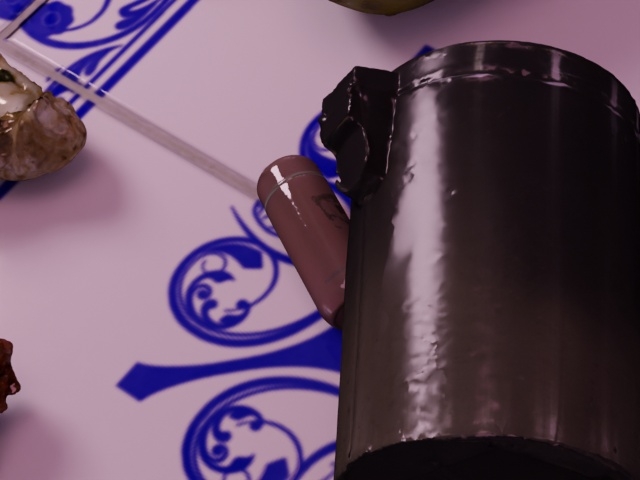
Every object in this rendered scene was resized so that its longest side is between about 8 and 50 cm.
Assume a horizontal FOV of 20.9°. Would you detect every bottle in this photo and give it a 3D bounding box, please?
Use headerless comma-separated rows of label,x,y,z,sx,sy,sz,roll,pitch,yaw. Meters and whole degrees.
bottle,0.000,0.000,1.276,0.053,0.053,0.140,-24,56,-8

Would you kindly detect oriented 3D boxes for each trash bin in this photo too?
trash bin,0.111,0.046,1.140,0.252,0.203,0.301,20,55,-22

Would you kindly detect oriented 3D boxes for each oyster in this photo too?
oyster,-0.317,-0.132,1.403,0.166,0.094,0.294,-16,43,-25

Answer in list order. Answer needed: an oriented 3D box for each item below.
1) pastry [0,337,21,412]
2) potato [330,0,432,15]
pastry,-0.297,0.142,1.192,0.097,0.115,0.208,12,60,30
potato,0.096,-0.305,1.399,0.307,0.173,0.210,-24,54,-11
